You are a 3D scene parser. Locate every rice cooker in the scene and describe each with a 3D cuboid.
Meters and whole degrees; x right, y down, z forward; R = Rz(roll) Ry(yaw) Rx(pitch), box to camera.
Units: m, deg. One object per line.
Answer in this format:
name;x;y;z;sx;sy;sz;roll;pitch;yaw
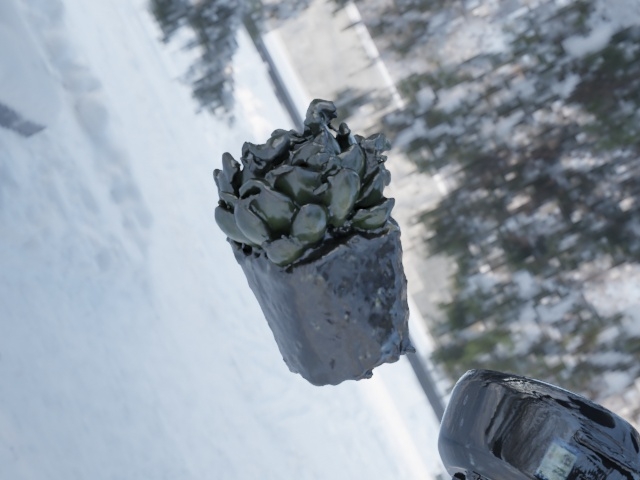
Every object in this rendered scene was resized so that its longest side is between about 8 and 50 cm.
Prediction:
rice cooker;0.200;0.193;1.128;0.203;0.118;0.142;29;-19;4

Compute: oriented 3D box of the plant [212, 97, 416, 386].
plant;0.000;0.000;0.664;0.092;0.094;0.143;33;-36;65
